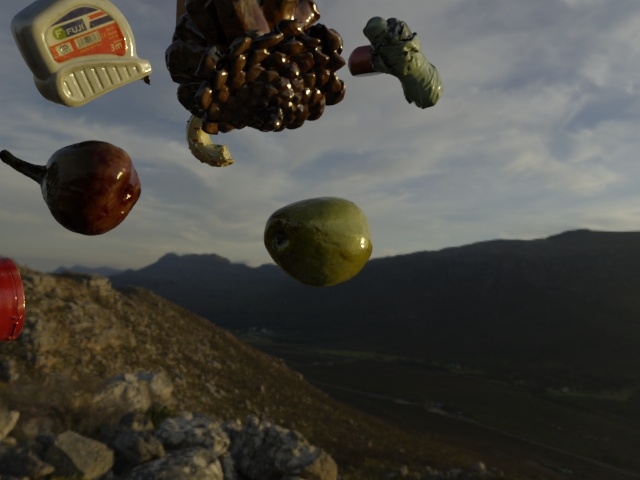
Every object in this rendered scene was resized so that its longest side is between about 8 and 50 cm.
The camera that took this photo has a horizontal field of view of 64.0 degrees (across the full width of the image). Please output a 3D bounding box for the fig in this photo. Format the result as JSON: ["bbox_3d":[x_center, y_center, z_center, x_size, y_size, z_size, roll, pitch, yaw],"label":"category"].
[{"bbox_3d":[-0.491,-0.134,1.033,0.290,0.190,0.191,33,10,29],"label":"fig"}]

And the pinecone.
[{"bbox_3d":[-0.068,-0.188,0.528,0.179,0.149,0.195,-12,24,-22],"label":"pinecone"}]

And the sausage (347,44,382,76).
[{"bbox_3d":[0.094,-0.350,0.996,0.059,0.054,0.094,-11,14,-41],"label":"sausage"}]

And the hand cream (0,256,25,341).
[{"bbox_3d":[-0.726,0.130,1.083,0.193,0.193,0.125,0,3,38],"label":"hand cream"}]

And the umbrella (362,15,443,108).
[{"bbox_3d":[0.105,-0.228,0.653,0.143,0.067,0.062,35,13,-37],"label":"umbrella"}]

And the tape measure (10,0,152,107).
[{"bbox_3d":[-0.571,-0.458,1.229,0.130,0.265,0.258,20,47,38],"label":"tape measure"}]

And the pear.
[{"bbox_3d":[0.000,0.000,1.383,0.253,0.252,0.307,0,-4,42],"label":"pear"}]

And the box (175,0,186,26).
[{"bbox_3d":[-0.096,-0.399,0.685,0.174,0.273,0.076,12,15,20],"label":"box"}]

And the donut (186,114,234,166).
[{"bbox_3d":[-0.299,-0.264,1.338,0.108,0.165,0.065,-16,16,3],"label":"donut"}]
